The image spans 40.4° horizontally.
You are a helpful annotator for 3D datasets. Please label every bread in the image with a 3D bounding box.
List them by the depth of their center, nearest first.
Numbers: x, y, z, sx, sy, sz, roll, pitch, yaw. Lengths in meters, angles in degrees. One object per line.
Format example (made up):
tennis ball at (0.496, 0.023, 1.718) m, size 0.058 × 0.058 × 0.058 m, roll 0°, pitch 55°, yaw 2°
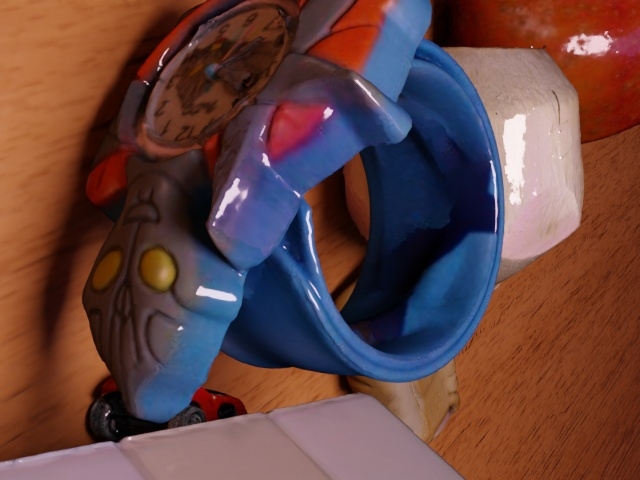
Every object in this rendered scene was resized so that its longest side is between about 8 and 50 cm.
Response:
bread at (0.078, 0.130, 0.892) m, size 0.134 × 0.081 × 0.225 m, roll -40°, pitch 129°, yaw -38°

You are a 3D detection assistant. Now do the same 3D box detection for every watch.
watch at (0.000, 0.000, 0.587) m, size 0.274 × 0.242 × 0.305 m, roll 36°, pitch 66°, yaw -42°

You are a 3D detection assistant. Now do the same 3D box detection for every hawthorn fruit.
hawthorn fruit at (0.291, -0.229, 0.939) m, size 0.254 × 0.300 × 0.254 m, roll 19°, pitch 68°, yaw -59°

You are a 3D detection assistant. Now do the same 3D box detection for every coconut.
coconut at (0.132, -0.064, 0.812) m, size 0.227 × 0.227 × 0.230 m, roll -16°, pitch 108°, yaw -53°

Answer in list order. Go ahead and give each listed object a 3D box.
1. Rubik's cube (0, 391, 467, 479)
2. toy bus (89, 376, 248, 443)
Rubik's cube at (-0.030, 0.325, 0.440) m, size 0.347 × 0.347 × 0.344 m, roll 5°, pitch 118°, yaw -51°
toy bus at (-0.094, 0.166, 0.655) m, size 0.089 × 0.081 × 0.195 m, roll -54°, pitch 137°, yaw -49°
